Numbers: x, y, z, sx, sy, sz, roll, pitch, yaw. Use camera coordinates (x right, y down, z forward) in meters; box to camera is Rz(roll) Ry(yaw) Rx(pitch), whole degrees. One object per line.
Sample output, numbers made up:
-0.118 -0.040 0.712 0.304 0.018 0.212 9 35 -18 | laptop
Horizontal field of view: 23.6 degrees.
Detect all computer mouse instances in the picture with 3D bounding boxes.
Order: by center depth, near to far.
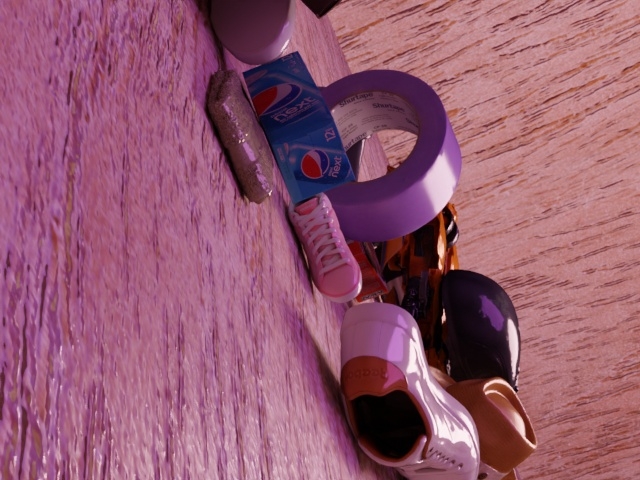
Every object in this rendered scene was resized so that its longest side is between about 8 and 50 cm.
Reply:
0.210 0.126 1.834 0.272 0.072 0.189 61 23 -50 | computer mouse

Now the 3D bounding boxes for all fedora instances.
0.183 0.204 1.696 0.194 0.079 0.194 46 22 -25 | fedora

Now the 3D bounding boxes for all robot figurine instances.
0.115 0.064 1.841 0.211 0.085 0.291 57 37 -63 | robot figurine

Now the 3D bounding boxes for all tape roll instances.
0.062 -0.098 1.755 0.080 0.189 0.189 58 13 -54 | tape roll

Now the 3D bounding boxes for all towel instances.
-0.071 -0.099 1.401 0.148 0.027 0.110 -88 156 -73 | towel

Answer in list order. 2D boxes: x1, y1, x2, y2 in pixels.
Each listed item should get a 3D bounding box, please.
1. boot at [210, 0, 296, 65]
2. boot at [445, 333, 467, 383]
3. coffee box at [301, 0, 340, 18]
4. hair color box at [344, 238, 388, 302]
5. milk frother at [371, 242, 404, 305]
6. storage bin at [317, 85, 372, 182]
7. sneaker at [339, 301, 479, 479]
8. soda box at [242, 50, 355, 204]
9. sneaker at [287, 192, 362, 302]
-0.061 -0.250 1.631 0.123 0.095 0.258 52 16 -46 | boot
0.204 0.285 2.016 0.223 0.118 0.338 55 26 -42 | boot
-0.066 -0.381 1.501 0.297 0.119 0.168 42 19 -24 | coffee box
0.039 0.016 1.844 0.141 0.043 0.072 56 15 -65 | hair color box
0.109 0.061 2.131 0.143 0.129 0.135 2 58 -35 | milk frother
0.013 -0.127 1.931 0.135 0.098 0.091 -99 -166 -63 | storage bin
0.079 0.193 1.498 0.290 0.105 0.123 59 29 -43 | sneaker
-0.025 -0.118 1.541 0.210 0.067 0.071 -114 -177 -63 | soda box
0.000 0.000 1.569 0.070 0.051 0.134 59 9 -47 | sneaker
